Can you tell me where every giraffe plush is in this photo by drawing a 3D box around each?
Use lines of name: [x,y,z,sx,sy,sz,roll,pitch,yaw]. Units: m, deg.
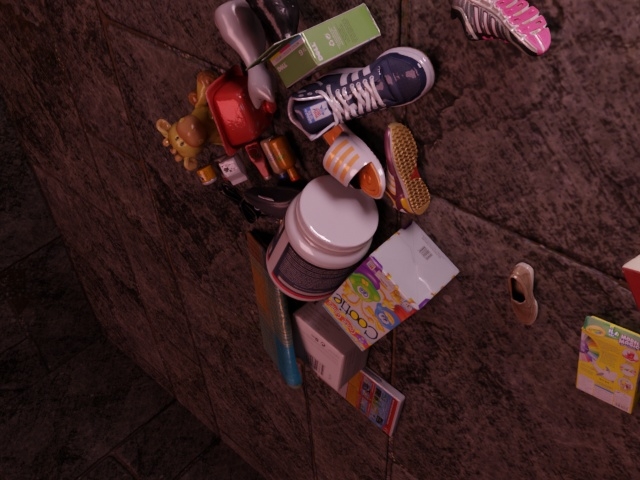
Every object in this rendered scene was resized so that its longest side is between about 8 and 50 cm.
giraffe plush: [-0.285,-0.267,1.554,0.181,0.170,0.210,41,147,17]

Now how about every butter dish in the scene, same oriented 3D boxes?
butter dish: [-0.149,-0.283,1.416,0.118,0.160,0.160,-1,124,25]

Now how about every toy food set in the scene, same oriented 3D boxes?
toy food set: [-0.158,-0.163,1.527,0.232,0.111,0.104,-20,109,17]

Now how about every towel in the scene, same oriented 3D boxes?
towel: [-0.125,0.179,1.773,0.271,0.040,0.370,-140,40,-62]

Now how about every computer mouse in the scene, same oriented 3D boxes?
computer mouse: [-0.111,-0.067,1.597,0.262,0.060,0.184,7,157,29]

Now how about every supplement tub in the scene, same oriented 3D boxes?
supplement tub: [0.000,0.000,1.434,0.191,0.191,0.272,47,148,9]

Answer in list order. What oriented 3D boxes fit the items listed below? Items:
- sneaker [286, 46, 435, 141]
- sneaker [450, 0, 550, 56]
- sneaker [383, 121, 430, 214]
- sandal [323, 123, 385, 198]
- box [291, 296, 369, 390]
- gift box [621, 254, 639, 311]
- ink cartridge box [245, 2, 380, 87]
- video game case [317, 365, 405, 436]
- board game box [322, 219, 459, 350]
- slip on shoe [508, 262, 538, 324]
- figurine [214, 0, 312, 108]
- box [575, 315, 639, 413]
sneaker: [0.056,-0.248,1.149,0.282,0.153,0.099,3,124,51]
sneaker: [0.247,-0.305,0.935,0.170,0.063,0.075,46,148,20]
sneaker: [0.139,-0.132,1.241,0.084,0.069,0.185,10,128,47]
sandal: [0.029,-0.172,1.287,0.265,0.076,0.102,54,158,25]
box: [0.026,0.260,1.729,0.181,0.119,0.182,37,145,25]
gift box: [0.551,0.084,0.723,0.255,0.258,0.276,61,172,-19]
ink cartridge box: [-0.011,-0.317,1.113,0.109,0.209,0.062,-15,107,57]
video game case: [0.106,0.407,1.865,0.285,0.025,0.204,36,145,25]
board game box: [0.139,0.103,1.404,0.144,0.142,0.275,48,148,7]
slip on shoe: [0.366,0.104,1.209,0.051,0.041,0.135,23,138,39]
figurine: [-0.104,-0.369,1.252,0.215,0.092,0.209,-15,96,57]
box: [0.500,0.205,1.138,0.105,0.043,0.179,25,142,38]
